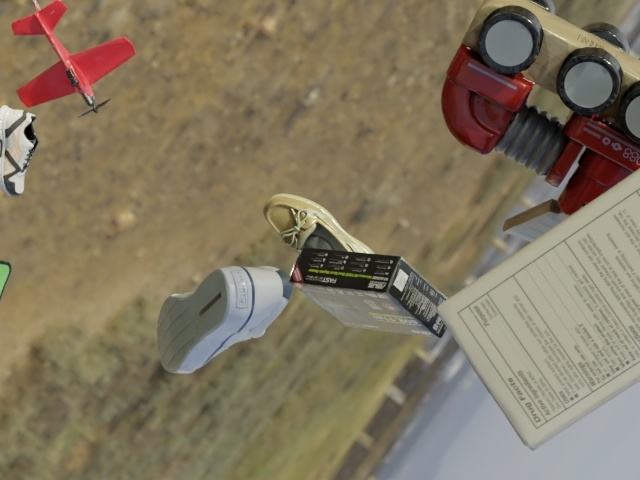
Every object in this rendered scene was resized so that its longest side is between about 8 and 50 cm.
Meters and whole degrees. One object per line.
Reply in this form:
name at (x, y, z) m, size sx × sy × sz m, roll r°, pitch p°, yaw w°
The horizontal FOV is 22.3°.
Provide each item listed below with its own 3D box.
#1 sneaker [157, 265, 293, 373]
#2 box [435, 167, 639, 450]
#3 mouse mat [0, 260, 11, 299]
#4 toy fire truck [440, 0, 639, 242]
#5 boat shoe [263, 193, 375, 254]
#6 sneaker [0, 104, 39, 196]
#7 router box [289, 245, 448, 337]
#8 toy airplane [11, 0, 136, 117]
sneaker at (-0.109, 0.093, 1.824) m, size 0.091 × 0.094 × 0.258 m, roll 1°, pitch 165°, yaw -26°
box at (0.264, 0.024, 1.327) m, size 0.311 × 0.148 × 0.121 m, roll -34°, pitch 175°, yaw 15°
mouse mat at (-0.405, 0.105, 1.727) m, size 0.152 × 0.007 × 0.190 m, roll 8°, pitch 105°, yaw -62°
toy fire truck at (0.207, -0.093, 1.539) m, size 0.246 × 0.217 × 0.158 m, roll -63°, pitch 178°, yaw 26°
boat shoe at (-0.001, 0.002, 1.858) m, size 0.056 × 0.153 × 0.048 m, roll -51°, pitch -177°, yaw 19°
sneaker at (-0.339, -0.097, 1.825) m, size 0.040 × 0.044 × 0.109 m, roll -70°, pitch 164°, yaw -59°
router box at (0.046, 0.047, 1.467) m, size 0.092 × 0.122 × 0.038 m, roll 39°, pitch 66°, yaw -42°
toy airplane at (-0.286, -0.208, 1.820) m, size 0.151 × 0.151 × 0.028 m, roll -56°, pitch -173°, yaw 20°
